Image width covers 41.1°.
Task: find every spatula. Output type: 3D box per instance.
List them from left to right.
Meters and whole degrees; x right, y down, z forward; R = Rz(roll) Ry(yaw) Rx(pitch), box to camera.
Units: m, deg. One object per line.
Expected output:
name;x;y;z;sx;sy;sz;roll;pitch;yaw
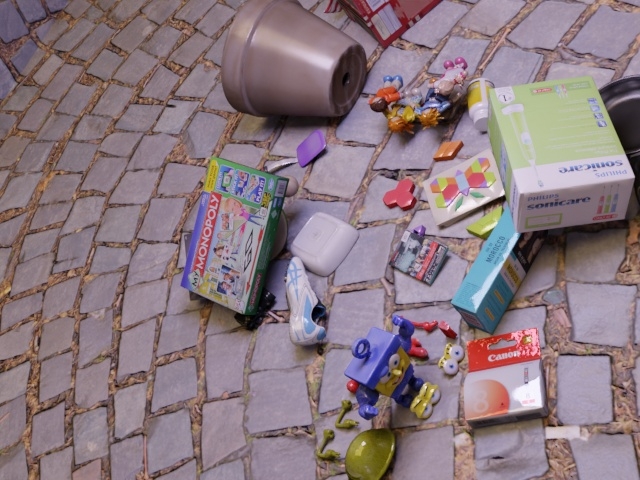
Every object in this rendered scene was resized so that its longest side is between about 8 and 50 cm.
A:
spatula;-0.112;-0.190;2.186;0.297;0.030;0.084;-28;46;15

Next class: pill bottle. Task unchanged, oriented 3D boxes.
pill bottle;0.365;-0.305;1.921;0.065;0.065;0.116;-16;50;24

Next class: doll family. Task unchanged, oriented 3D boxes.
doll family;0.236;-0.316;1.969;0.263;0.118;0.163;-11;33;32

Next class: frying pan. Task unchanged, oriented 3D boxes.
frying pan;0.639;-0.204;1.672;0.197;0.053;0.326;-34;47;11

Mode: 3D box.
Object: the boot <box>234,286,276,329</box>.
boot;-0.164;0.145;1.971;0.099;0.045;0.121;-53;44;-2

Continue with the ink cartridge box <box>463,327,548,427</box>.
ink cartridge box;0.334;0.244;1.560;0.145;0.045;0.179;-16;54;24

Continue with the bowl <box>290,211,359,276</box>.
bowl;0.000;0.000;1.957;0.142;0.053;0.142;28;78;44

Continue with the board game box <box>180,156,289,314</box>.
board game box;-0.199;-0.014;1.943;0.214;0.046;0.317;19;99;35

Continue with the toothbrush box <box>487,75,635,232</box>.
toothbrush box;0.446;-0.168;1.625;0.206;0.122;0.283;-8;50;2

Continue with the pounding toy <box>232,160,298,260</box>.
pounding toy;-0.145;-0.065;2.054;0.183;0.110;0.236;19;107;11

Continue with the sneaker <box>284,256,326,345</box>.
sneaker;-0.034;0.131;1.875;0.086;0.085;0.237;-8;47;-2

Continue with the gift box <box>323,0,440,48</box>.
gift box;0.126;-0.691;2.236;0.276;0.255;0.258;-36;48;2

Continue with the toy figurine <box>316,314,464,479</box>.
toy figurine;0.086;0.256;1.596;0.191;0.217;0.362;23;73;42

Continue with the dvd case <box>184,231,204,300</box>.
dvd case;-0.235;0.047;2.008;0.221;0.018;0.164;-13;79;36

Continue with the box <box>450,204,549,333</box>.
box;0.350;0.051;1.649;0.060;0.100;0.244;21;73;40

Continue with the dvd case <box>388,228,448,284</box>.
dvd case;0.207;0.034;1.804;0.119;0.013;0.087;26;90;42

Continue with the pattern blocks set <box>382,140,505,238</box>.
pattern blocks set;0.312;-0.116;1.848;0.325;0.026;0.285;-37;46;6

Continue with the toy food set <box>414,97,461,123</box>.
toy food set;0.277;-0.307;2.018;0.122;0.019;0.078;9;64;47

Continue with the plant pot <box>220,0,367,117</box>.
plant pot;-0.048;-0.441;2.167;0.280;0.323;0.323;23;73;25
